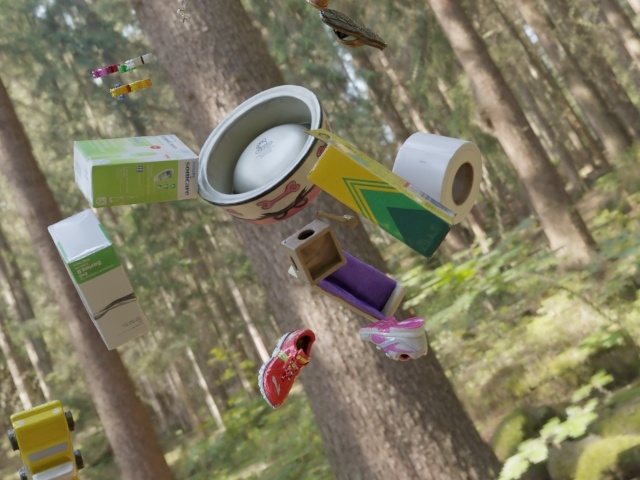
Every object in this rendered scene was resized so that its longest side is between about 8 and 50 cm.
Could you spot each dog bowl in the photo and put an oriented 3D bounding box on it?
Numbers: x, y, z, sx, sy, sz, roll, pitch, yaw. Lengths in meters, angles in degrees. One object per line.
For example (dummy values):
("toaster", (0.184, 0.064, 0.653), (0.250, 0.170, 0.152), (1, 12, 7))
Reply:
("dog bowl", (-0.134, -0.218, 2.278), (0.408, 0.408, 0.150), (-30, -48, 15))

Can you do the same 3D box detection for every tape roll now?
("tape roll", (0.341, -0.182, 2.456), (0.169, 0.246, 0.246), (17, 14, 34))

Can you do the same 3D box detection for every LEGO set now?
("LEGO set", (-0.501, -0.401, 2.123), (0.093, 0.087, 0.227), (-29, 18, -34))

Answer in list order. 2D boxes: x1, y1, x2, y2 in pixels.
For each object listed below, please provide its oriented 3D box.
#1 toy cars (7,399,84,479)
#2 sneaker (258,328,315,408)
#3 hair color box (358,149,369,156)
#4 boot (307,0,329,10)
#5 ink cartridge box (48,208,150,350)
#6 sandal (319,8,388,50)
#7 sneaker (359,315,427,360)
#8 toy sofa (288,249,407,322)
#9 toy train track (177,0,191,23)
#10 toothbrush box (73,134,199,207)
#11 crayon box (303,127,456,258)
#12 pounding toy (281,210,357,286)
("toy cars", (-0.498, 0.438, 1.379), (0.176, 0.087, 0.394), (28, -76, -41))
("sneaker", (-0.090, 0.359, 2.456), (0.118, 0.107, 0.279), (-24, 31, 38))
("hair color box", (0.091, -0.213, 2.554), (0.141, 0.072, 0.043), (113, 180, -48))
("boot", (0.028, -0.669, 2.076), (0.073, 0.197, 0.152), (26, -44, -18))
("ink cartridge box", (-0.553, 0.099, 2.120), (0.121, 0.211, 0.289), (-26, -54, -17))
("sandal", (0.081, -0.531, 2.185), (0.219, 0.090, 0.060), (14, -54, -42))
("sneaker", (0.195, 0.272, 2.279), (0.103, 0.111, 0.252), (-19, 7, -29))
("toy sofa", (0.097, 0.130, 2.656), (0.150, 0.362, 0.177), (-61, 24, -2))
("toy train track", (-0.359, -0.610, 2.217), (0.014, 0.048, 0.083), (-30, -35, -50))
("toothbrush box", (-0.489, -0.188, 2.239), (0.283, 0.206, 0.122), (-6, -64, -27))
("crayon box", (0.100, -0.096, 1.594), (0.081, 0.318, 0.202), (-57, -5, 13))
("pounding toy", (0.001, -0.011, 2.339), (0.206, 0.181, 0.094), (-34, 28, -18))
